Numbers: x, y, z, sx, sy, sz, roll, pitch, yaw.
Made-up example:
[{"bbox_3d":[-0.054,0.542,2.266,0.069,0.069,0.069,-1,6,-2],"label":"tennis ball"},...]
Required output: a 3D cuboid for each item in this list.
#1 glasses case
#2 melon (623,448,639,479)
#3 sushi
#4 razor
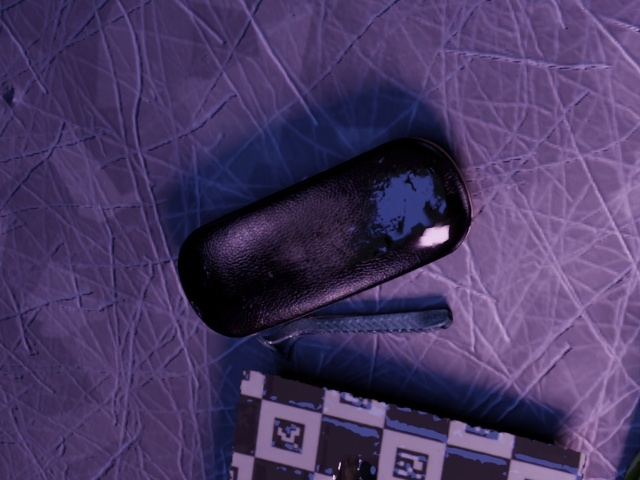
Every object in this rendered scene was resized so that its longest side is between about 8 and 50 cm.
[{"bbox_3d":[0.000,0.000,1.497,0.314,0.075,0.122,-24,94,26],"label":"glasses case"},{"bbox_3d":[0.353,0.291,1.415,0.169,0.129,0.265,9,105,-3],"label":"melon"},{"bbox_3d":[0.071,0.322,1.562,0.343,0.064,0.359,12,107,15],"label":"sushi"},{"bbox_3d":[0.036,0.083,1.528,0.190,0.066,0.033,-9,66,20],"label":"razor"}]
